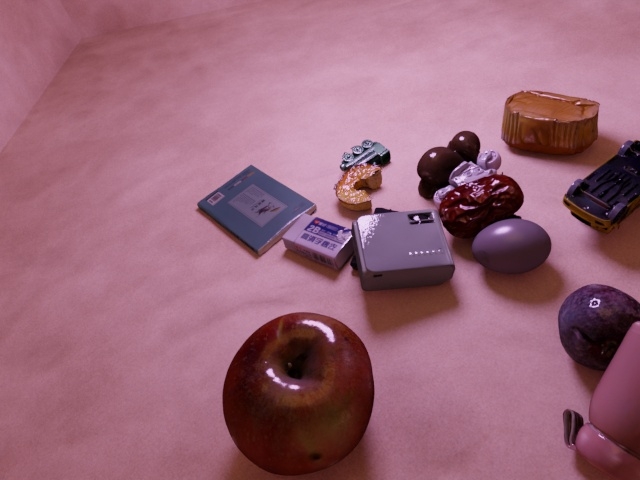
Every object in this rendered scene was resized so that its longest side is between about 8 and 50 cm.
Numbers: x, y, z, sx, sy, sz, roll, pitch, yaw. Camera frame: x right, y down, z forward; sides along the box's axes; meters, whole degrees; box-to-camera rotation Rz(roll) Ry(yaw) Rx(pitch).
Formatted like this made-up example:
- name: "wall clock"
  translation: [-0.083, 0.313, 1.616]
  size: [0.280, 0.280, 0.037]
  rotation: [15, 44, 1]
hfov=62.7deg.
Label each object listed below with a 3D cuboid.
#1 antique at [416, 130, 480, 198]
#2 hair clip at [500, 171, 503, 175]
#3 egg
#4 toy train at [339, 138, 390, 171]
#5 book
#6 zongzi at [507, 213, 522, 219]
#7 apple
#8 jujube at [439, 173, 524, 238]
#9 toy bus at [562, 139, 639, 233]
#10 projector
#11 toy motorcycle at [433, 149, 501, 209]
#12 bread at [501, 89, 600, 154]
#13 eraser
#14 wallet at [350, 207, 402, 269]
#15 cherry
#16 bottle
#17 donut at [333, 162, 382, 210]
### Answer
- name: "antique"
  translation: [0.412, -0.257, 1.672]
  size: [0.256, 0.143, 0.121]
  rotation: [-31, 45, -15]
- name: "hair clip"
  translation: [0.516, -0.156, 1.609]
  size: [0.049, 0.049, 0.173]
  rotation: [23, 60, 33]
- name: "egg"
  translation: [0.502, 0.016, 1.387]
  size: [0.198, 0.146, 0.147]
  rotation: [-1, 48, 18]
- name: "toy train"
  translation: [0.151, -0.281, 1.822]
  size: [0.170, 0.071, 0.111]
  rotation: [-36, 56, -16]
- name: "book"
  translation: [-0.225, -0.119, 1.809]
  size: [0.264, 0.031, 0.379]
  rotation: [-40, 50, -19]
- name: "zongzi"
  translation: [0.507, -0.044, 1.515]
  size: [0.104, 0.052, 0.113]
  rotation: [-38, 35, -10]
- name: "apple"
  translation: [-0.046, 0.337, 1.168]
  size: [0.348, 0.277, 0.349]
  rotation: [-6, 48, 7]
- name: "jujube"
  translation: [0.448, -0.099, 1.471]
  size: [0.230, 0.155, 0.155]
  rotation: [-32, 36, 35]
- name: "toy bus"
  translation: [0.809, -0.133, 1.431]
  size: [0.331, 0.151, 0.145]
  rotation: [-34, 54, -17]
- name: "projector"
  translation: [0.221, 0.026, 1.451]
  size: [0.250, 0.108, 0.198]
  rotation: [-6, 53, -4]
- name: "toy motorcycle"
  translation: [0.456, -0.178, 1.597]
  size: [0.254, 0.112, 0.112]
  rotation: [-41, 49, -5]
- name: "bread"
  translation: [0.726, -0.366, 1.672]
  size: [0.288, 0.156, 0.204]
  rotation: [15, 46, 31]
- name: "eraser"
  translation: [0.000, 0.000, 1.608]
  size: [0.210, 0.068, 0.124]
  rotation: [22, 58, 33]
- name: "wallet"
  translation: [0.195, -0.002, 1.569]
  size: [0.149, 0.044, 0.250]
  rotation: [14, 53, 23]
- name: "cherry"
  translation: [0.622, 0.186, 1.171]
  size: [0.195, 0.195, 0.195]
  rotation: [-8, 47, 9]
- name: "bottle"
  translation: [0.612, 0.316, 1.021]
  size: [0.297, 0.173, 0.206]
  rotation: [-63, 30, 4]
- name: "donut"
  translation: [0.123, -0.171, 1.726]
  size: [0.146, 0.078, 0.181]
  rotation: [6, 57, 22]
